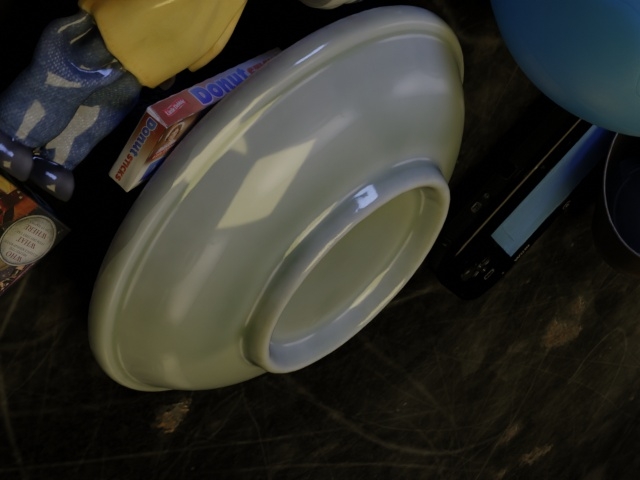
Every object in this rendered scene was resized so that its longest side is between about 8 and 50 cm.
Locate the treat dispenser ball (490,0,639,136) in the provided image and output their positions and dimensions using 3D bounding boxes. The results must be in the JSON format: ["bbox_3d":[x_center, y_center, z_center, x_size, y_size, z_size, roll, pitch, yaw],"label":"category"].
[{"bbox_3d":[0.273,-0.224,0.845,0.288,0.288,0.288,-27,142,-24],"label":"treat dispenser ball"}]

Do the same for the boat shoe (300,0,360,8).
[{"bbox_3d":[0.086,-0.318,0.693,0.156,0.136,0.367,-17,140,-33],"label":"boat shoe"}]

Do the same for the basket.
[{"bbox_3d":[0.381,-0.044,1.207,0.227,0.154,0.204,64,46,-75],"label":"basket"}]

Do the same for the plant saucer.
[{"bbox_3d":[0.000,0.000,0.889,0.400,0.100,0.400,-39,157,-20],"label":"plant saucer"}]

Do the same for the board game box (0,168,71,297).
[{"bbox_3d":[-0.295,-0.014,0.696,0.165,0.042,0.243,-44,145,-1],"label":"board game box"}]

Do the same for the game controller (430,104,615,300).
[{"bbox_3d":[0.246,-0.065,1.174,0.319,0.067,0.166,-47,145,5],"label":"game controller"}]

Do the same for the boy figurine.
[{"bbox_3d":[-0.111,-0.158,0.685,0.285,0.092,0.177,-49,161,3],"label":"boy figurine"}]

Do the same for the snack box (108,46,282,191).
[{"bbox_3d":[-0.081,-0.091,0.780,0.064,0.022,0.178,-51,174,35],"label":"snack box"}]
